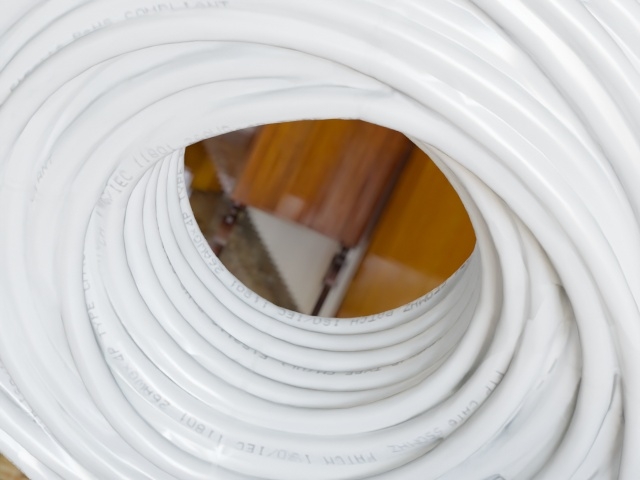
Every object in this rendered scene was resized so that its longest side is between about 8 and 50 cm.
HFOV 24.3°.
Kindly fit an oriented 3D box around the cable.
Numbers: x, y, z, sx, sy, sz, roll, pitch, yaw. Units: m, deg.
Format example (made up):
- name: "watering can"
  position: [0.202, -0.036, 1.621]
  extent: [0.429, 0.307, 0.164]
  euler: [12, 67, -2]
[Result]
- name: "cable"
  position: [0.000, 0.000, 0.441]
  extent: [0.257, 0.257, 0.089]
  euler: [19, 35, 4]
